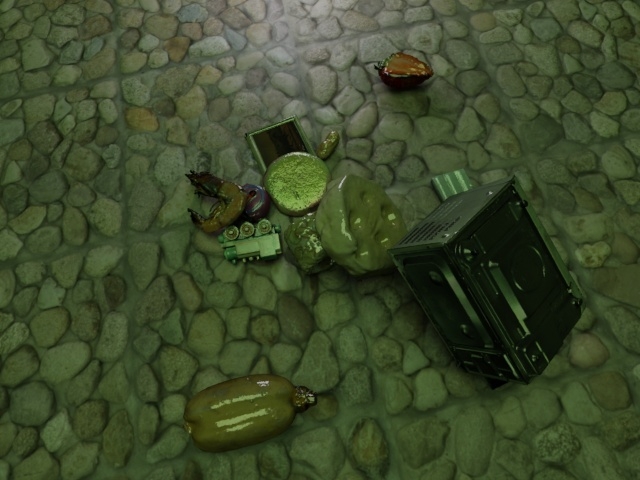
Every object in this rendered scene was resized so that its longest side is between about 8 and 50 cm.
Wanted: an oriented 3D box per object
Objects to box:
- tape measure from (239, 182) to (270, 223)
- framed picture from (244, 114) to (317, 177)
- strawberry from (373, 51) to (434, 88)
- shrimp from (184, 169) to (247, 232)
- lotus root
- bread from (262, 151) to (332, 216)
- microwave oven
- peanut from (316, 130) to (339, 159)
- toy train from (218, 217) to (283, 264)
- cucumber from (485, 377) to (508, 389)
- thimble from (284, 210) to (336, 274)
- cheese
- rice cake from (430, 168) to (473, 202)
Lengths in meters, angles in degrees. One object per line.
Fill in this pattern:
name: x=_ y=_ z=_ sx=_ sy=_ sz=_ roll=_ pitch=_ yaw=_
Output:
tape measure: x=-0.223 y=-0.119 z=1.431 sx=0.125 sy=0.074 sz=0.118 roll=35 pitch=79 yaw=20
framed picture: x=-0.125 y=-0.301 z=1.532 sx=0.197 sy=0.014 sz=0.252 roll=-22 pitch=69 yaw=-6
strawberry: x=0.286 y=-0.589 z=1.596 sx=0.192 sy=0.085 sz=0.140 roll=-12 pitch=60 yaw=-9
shrimp: x=-0.344 y=-0.116 z=1.412 sx=0.289 sy=0.075 sz=0.178 roll=24 pitch=84 yaw=28
lotus root: x=-0.177 y=0.432 z=1.166 sx=0.343 sy=0.151 sz=0.169 roll=-12 pitch=83 yaw=-8
bread: x=-0.073 y=-0.186 z=1.461 sx=0.229 sy=0.033 sz=0.228 roll=0 pitch=76 yaw=-1
microwave oven: x=0.425 y=0.092 z=1.120 sx=0.333 sy=0.247 sz=0.394 roll=-39 pitch=101 yaw=-27
peanut: x=0.027 y=-0.318 z=1.513 sx=0.054 sy=0.054 sz=0.113 roll=31 pitch=76 yaw=14
toy train: x=-0.211 y=0.006 z=1.375 sx=0.194 sy=0.081 sz=0.125 roll=-11 pitch=80 yaw=3
cucumber: x=0.486 y=0.328 z=1.228 sx=0.115 sy=0.062 sz=0.116 roll=-22 pitch=67 yaw=-3
thimble: x=0.000 y=0.000 z=1.342 sx=0.191 sy=0.137 sz=0.143 roll=-25 pitch=66 yaw=-23
cheese: x=0.126 y=-0.029 z=1.276 sx=0.326 sy=0.115 sz=0.318 roll=47 pitch=41 yaw=-16
rice cake: x=0.446 y=-0.115 z=1.417 sx=0.127 sy=0.043 sz=0.237 roll=-17 pitch=69 yaw=-4
